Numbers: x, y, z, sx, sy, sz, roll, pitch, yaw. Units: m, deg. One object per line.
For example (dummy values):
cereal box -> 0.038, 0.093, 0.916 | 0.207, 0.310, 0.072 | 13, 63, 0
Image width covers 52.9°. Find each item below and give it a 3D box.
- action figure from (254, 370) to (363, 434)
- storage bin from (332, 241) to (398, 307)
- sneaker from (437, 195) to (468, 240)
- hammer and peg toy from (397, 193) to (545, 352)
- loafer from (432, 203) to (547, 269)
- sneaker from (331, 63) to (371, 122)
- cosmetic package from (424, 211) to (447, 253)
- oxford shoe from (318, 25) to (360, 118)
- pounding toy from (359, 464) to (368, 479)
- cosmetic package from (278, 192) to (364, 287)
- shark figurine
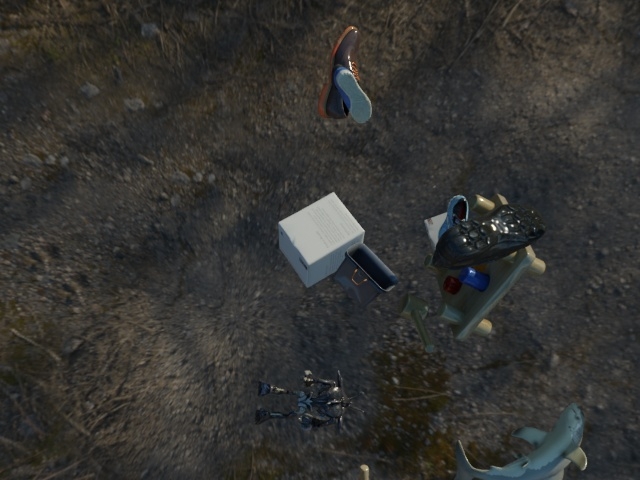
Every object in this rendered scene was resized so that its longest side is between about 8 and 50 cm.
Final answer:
action figure -> -0.032, 0.423, 1.695 | 0.275, 0.141, 0.164 | 5, 79, -14
storage bin -> 0.095, 0.090, 1.494 | 0.135, 0.098, 0.091 | 45, 124, 11
sneaker -> 0.350, -0.041, 1.686 | 0.063, 0.073, 0.162 | 11, 89, 2
hammer and peg toy -> 0.325, 0.099, 1.429 | 0.127, 0.266, 0.361 | 24, 119, -16
loafer -> 0.267, -0.005, 1.016 | 0.223, 0.078, 0.076 | -15, 68, -32
sneaker -> 0.074, -0.363, 1.571 | 0.058, 0.085, 0.152 | -31, 129, 7
cosmetic package -> 0.383, 0.035, 1.873 | 0.107, 0.238, 0.127 | -19, 53, 6
oxford shoe -> 0.081, -0.478, 1.849 | 0.098, 0.097, 0.271 | 17, 94, 35
pounding toy -> 0.029, 0.386, 0.821 | 0.094, 0.206, 0.181 | -7, 67, -2
cosmetic package -> 0.000, 0.000, 1.744 | 0.183, 0.151, 0.151 | -29, 66, -15
shark figurine -> 0.388, 0.424, 1.189 | 0.278, 0.166, 0.116 | -24, 114, 3
